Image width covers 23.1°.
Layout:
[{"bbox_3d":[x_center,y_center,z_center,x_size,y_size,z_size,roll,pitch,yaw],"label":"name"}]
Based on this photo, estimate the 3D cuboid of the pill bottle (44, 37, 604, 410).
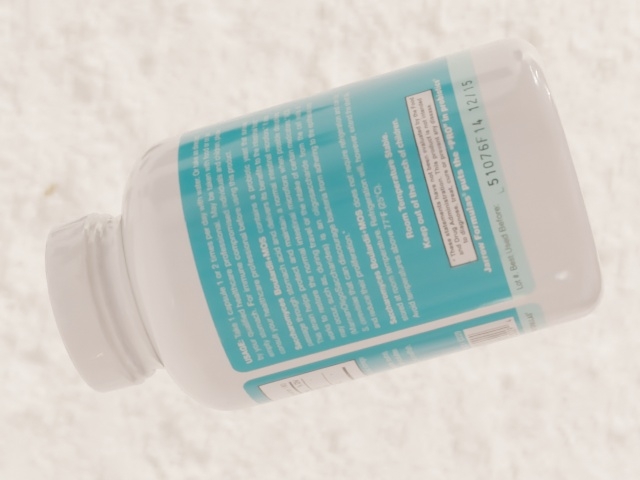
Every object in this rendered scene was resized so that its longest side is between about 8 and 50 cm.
[{"bbox_3d":[0.000,0.000,0.794,0.146,0.264,0.146,-15,90,-82],"label":"pill bottle"}]
